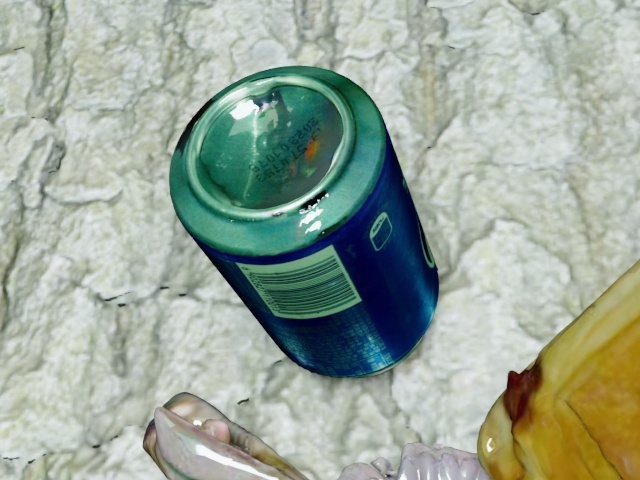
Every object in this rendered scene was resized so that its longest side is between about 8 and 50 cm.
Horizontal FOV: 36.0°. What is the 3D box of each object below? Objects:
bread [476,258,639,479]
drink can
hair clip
[{"bbox_3d":[0.281,0.090,0.409,0.314,0.192,0.370,52,126,24],"label":"bread"},{"bbox_3d":[0.000,0.000,0.565,0.118,0.205,0.118,-7,60,12],"label":"drink can"},{"bbox_3d":[0.006,0.166,0.555,0.300,0.069,0.173,27,71,26],"label":"hair clip"}]
